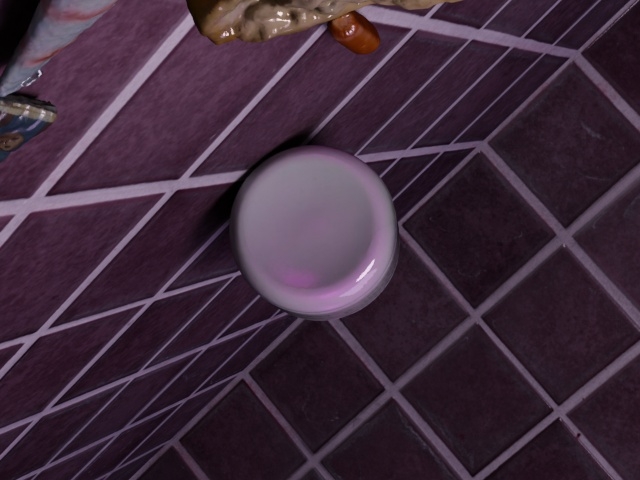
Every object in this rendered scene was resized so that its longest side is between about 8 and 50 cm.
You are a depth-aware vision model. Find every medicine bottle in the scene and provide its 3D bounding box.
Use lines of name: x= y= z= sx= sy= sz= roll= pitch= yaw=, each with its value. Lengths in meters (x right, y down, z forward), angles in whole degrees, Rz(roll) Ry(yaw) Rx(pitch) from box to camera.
medicine bottle: x=0.000 y=0.000 z=1.764 sx=0.241 sy=0.241 sz=0.302 roll=-40 pitch=170 yaw=-1

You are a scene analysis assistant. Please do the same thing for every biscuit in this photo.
biscuit: x=0.023 y=-0.244 z=0.920 sx=0.274 sy=0.213 sz=0.091 roll=-15 pitch=135 yaw=3

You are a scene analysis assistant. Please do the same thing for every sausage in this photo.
sausage: x=0.040 y=-0.251 z=1.407 sx=0.039 sy=0.041 sz=0.131 roll=-21 pitch=175 yaw=16

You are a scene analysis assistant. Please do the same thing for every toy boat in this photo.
toy boat: x=-0.155 y=-0.195 z=0.840 sx=0.282 sy=0.096 sz=0.206 roll=-42 pitch=-172 yaw=49

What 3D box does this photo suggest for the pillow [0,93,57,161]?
pillow: x=-0.331 y=-0.056 z=0.920 sx=0.189 sy=0.034 sz=0.255 roll=-41 pitch=172 yaw=13
